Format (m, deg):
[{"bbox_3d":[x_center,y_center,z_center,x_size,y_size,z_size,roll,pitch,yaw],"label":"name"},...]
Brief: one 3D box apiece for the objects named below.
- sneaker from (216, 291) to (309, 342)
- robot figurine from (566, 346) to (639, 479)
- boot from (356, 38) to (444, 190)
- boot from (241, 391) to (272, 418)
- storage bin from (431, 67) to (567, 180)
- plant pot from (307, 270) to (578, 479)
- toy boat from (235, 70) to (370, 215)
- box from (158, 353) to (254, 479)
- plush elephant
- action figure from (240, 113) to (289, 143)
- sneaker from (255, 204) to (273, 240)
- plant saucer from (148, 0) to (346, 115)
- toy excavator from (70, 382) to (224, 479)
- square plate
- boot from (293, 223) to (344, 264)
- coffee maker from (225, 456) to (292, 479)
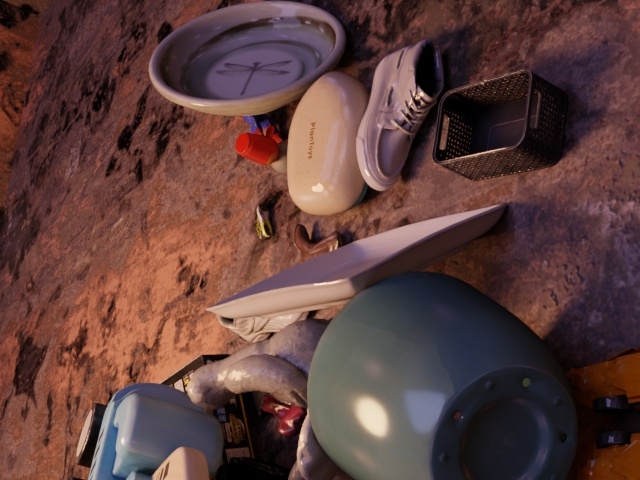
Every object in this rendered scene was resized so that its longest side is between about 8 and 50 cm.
[{"bbox_3d":[-0.110,0.127,1.631,0.232,0.115,0.090,-32,50,42],"label":"sneaker"},{"bbox_3d":[0.401,0.185,0.942,0.291,0.085,0.211,-24,56,47],"label":"robot figurine"},{"bbox_3d":[0.138,-0.216,1.477,0.123,0.095,0.258,-20,57,56],"label":"boot"},{"bbox_3d":[-0.118,0.285,1.633,0.121,0.045,0.099,-53,44,26],"label":"boot"},{"bbox_3d":[0.262,-0.166,1.299,0.180,0.084,0.122,-8,68,51],"label":"storage bin"},{"bbox_3d":[0.158,0.202,1.038,0.293,0.293,0.235,-69,21,2],"label":"plant pot"},{"bbox_3d":[-0.011,-0.174,1.642,0.318,0.148,0.268,1,80,46],"label":"toy boat"},{"bbox_3d":[-0.259,0.393,1.694,0.322,0.079,0.257,-37,60,40],"label":"box"},{"bbox_3d":[0.006,0.259,1.274,0.330,0.271,0.255,-41,44,34],"label":"plush elephant"},{"bbox_3d":[-0.128,-0.300,1.885,0.280,0.091,0.139,40,113,52],"label":"action figure"},{"bbox_3d":[-0.121,-0.036,1.798,0.035,0.031,0.083,-43,43,34],"label":"sneaker"},{"bbox_3d":[-0.141,-0.351,1.786,0.400,0.400,0.101,-121,15,-48],"label":"plant saucer"},{"bbox_3d":[-0.235,0.353,1.287,0.433,0.222,0.445,-87,22,-44],"label":"toy excavator"},{"bbox_3d":[0.054,0.041,1.316,0.347,0.344,0.049,-16,96,50],"label":"square plate"},{"bbox_3d":[0.000,0.000,1.612,0.114,0.037,0.106,-32,63,46],"label":"boot"},{"bbox_3d":[-0.112,0.452,1.440,0.171,0.120,0.178,65,-143,-79],"label":"coffee maker"}]
